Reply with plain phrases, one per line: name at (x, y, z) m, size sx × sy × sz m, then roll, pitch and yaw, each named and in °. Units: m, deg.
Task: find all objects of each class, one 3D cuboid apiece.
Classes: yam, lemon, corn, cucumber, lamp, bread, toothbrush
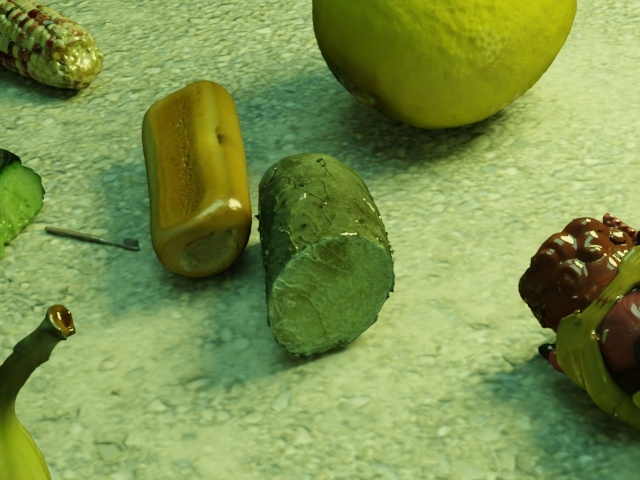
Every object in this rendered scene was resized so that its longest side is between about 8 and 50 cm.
yam at (0.000, 0.000, 1.020) m, size 0.107 × 0.107 × 0.183 m, roll -8°, pitch 31°, yaw -4°
lemon at (0.098, -0.211, 1.211) m, size 0.219 × 0.240 × 0.240 m, roll -46°, pitch 46°, yaw -12°
corn at (-0.330, -0.224, 1.418) m, size 0.253 × 0.086 × 0.086 m, roll 25°, pitch 44°, yaw 36°
cucumber at (-0.319, -0.052, 1.170) m, size 0.115 × 0.085 × 0.193 m, roll -33°, pitch 36°, yaw -32°
lamp at (0.235, 0.076, 0.861) m, size 0.118 × 0.118 × 0.253 m, roll -21°, pitch 35°, yaw -21°
bread at (-0.105, -0.052, 1.133) m, size 0.093 × 0.074 × 0.239 m, roll -25°, pitch 34°, yaw 8°
toothbrush at (-0.197, -0.004, 1.135) m, size 0.097 × 0.008 × 0.006 m, roll 10°, pitch 23°, yaw 23°

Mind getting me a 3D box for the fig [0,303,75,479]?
fig at (-0.198, 0.144, 0.766) m, size 0.231 × 0.143 × 0.160 m, roll -39°, pitch 32°, yaw 1°
